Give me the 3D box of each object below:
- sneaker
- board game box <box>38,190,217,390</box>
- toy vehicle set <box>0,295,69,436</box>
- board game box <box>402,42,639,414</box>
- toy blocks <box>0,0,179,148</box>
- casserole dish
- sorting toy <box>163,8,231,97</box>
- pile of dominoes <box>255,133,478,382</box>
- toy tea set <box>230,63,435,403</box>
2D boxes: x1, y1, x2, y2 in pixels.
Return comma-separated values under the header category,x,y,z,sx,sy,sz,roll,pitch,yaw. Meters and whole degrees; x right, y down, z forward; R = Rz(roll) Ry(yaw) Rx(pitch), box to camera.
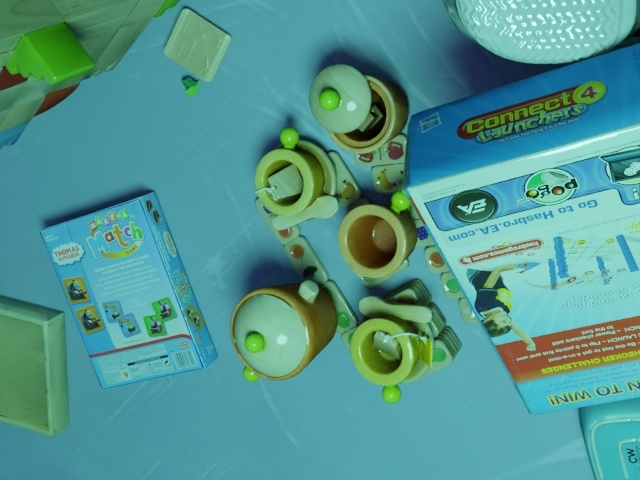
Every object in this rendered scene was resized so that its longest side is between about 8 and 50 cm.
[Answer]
category,x,y,z,sx,sy,sz,roll,pitch,yaw
sneaker,0.259,-0.213,0.755,0.365,0.210,0.138,-2,110,-11
board game box,-0.229,0.063,1.112,0.160,0.039,0.212,-15,101,27
toy vehicle set,-0.455,0.149,1.243,0.266,0.035,0.166,12,111,20
board game box,0.262,-0.005,0.716,0.308,0.086,0.302,-14,133,22
toy blocks,-0.330,-0.178,0.925,0.191,0.381,0.261,54,134,1
casserole dish,0.315,0.218,0.901,0.114,0.037,0.189,-9,113,26
sorting toy,-0.136,-0.197,1.001,0.062,0.012,0.083,33,113,6
pile of dominoes,0.061,0.022,0.968,0.196,0.040,0.251,-32,92,29
toy tea set,0.000,0.000,0.916,0.199,0.124,0.336,1,100,28
